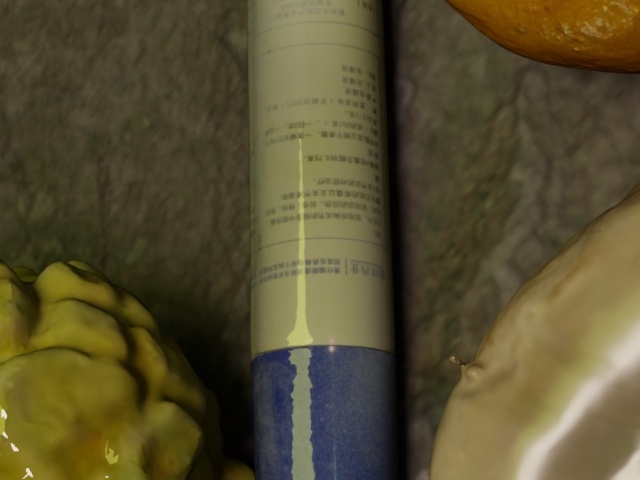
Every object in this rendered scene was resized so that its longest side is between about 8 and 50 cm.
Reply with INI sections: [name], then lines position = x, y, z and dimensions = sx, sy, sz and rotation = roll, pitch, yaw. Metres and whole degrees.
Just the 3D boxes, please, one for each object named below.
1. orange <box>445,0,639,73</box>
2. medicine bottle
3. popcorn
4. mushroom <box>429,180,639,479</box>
[orange]
position = 0.101, -0.136, 0.580
dimensions = 0.159, 0.159, 0.136
rotation = 11, 51, 41
[medicine bottle]
position = 0.000, 0.000, 0.678
dimensions = 0.059, 0.059, 0.231
rotation = -14, 69, 36
[popcorn]
position = -0.141, 0.112, 0.684
dimensions = 0.235, 0.216, 0.181
rotation = -45, 27, 29
[mushroom]
position = 0.130, 0.086, 0.394
dimensions = 0.292, 0.290, 0.293
rotation = -8, 76, 34
